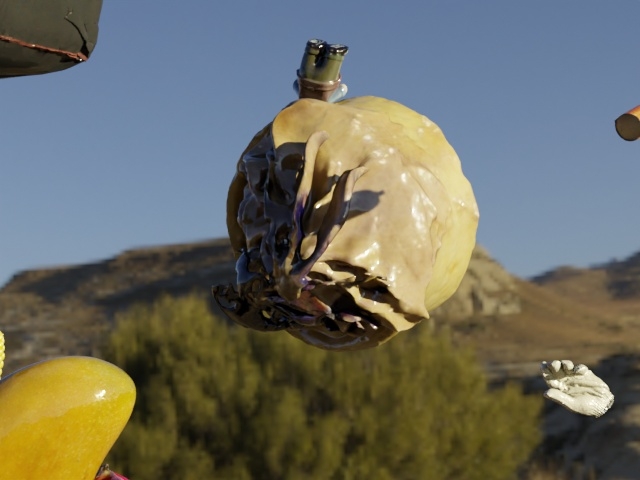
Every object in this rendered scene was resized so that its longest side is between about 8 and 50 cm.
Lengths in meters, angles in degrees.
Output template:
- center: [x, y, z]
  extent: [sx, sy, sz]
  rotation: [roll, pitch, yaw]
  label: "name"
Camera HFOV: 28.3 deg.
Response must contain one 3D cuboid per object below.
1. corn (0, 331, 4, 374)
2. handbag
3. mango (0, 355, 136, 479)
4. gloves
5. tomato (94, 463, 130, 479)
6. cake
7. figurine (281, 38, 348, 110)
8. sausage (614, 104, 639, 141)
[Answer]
- center: [-0.405, 0.200, 1.390]
  extent: [0.093, 0.244, 0.093]
  rotation: [3, -23, 1]
  label: "corn"
- center: [-0.298, -0.204, 0.987]
  extent: [0.215, 0.155, 0.169]
  rotation: [11, 7, 37]
  label: "handbag"
- center: [-0.183, 0.144, 0.746]
  extent: [0.102, 0.184, 0.085]
  rotation: [34, 10, -16]
  label: "mango"
- center: [0.214, 0.125, 1.056]
  extent: [0.081, 0.044, 0.037]
  rotation: [46, -25, -21]
  label: "gloves"
- center: [-0.127, 0.230, 0.895]
  extent: [0.189, 0.099, 0.173]
  rotation: [7, -29, 51]
  label: "tomato"
- center: [-0.007, -0.005, 1.576]
  extent: [0.332, 0.332, 0.321]
  rotation: [-9, 8, 37]
  label: "cake"
- center: [-0.008, -0.190, 1.820]
  extent: [0.114, 0.196, 0.108]
  rotation: [13, 20, 12]
  label: "figurine"
- center: [0.334, -0.127, 1.284]
  extent: [0.031, 0.031, 0.107]
  rotation: [-10, 12, 41]
  label: "sausage"
